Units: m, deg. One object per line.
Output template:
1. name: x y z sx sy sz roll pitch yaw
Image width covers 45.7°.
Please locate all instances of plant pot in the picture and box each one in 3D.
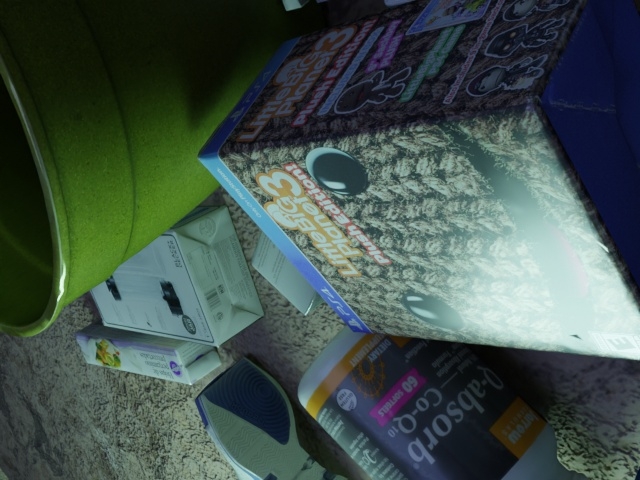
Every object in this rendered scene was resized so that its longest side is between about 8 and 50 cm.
1. plant pot: -0.193 -0.160 0.683 0.367 0.353 0.366 25 130 33

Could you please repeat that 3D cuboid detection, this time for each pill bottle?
1. pill bottle: 0.124 0.193 0.736 0.278 0.162 0.162 43 138 16

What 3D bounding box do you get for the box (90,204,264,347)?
1. box: -0.224 0.041 1.054 0.290 0.087 0.169 0 114 45

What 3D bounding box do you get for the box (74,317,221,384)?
1. box: -0.287 0.173 1.221 0.324 0.067 0.063 -2 114 45

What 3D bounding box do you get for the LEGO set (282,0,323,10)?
1. LEGO set: 0.053 -0.254 0.574 0.227 0.087 0.093 2 131 45

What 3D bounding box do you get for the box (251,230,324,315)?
1. box: 0.000 0.000 0.786 0.087 0.101 0.102 42 140 18

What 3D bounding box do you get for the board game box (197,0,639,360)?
1. board game box: 0.098 -0.044 0.563 0.291 0.141 0.232 -2 138 47

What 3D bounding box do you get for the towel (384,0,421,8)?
1. towel: 0.127 -0.140 0.576 0.113 0.023 0.152 7 151 43

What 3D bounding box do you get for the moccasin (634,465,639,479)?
1. moccasin: 0.325 0.125 0.506 0.117 0.137 0.342 28 139 12

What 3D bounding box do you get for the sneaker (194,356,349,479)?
1. sneaker: -0.075 0.337 1.061 0.315 0.127 0.182 50 138 7
